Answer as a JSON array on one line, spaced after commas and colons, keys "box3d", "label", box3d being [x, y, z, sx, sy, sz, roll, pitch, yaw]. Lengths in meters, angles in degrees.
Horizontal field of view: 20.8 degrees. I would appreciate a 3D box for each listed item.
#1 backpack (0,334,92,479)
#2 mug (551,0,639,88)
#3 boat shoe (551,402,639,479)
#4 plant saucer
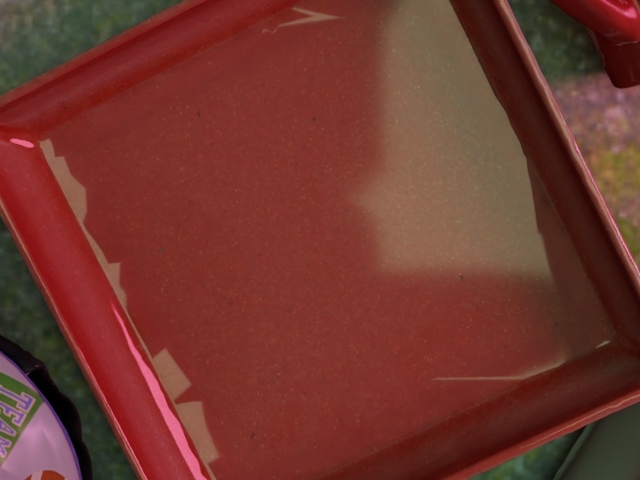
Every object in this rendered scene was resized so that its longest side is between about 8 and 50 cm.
[{"box3d": [-0.220, 0.135, 0.695, 0.277, 0.213, 0.263, 21, 117, 14], "label": "backpack"}, {"box3d": [0.135, -0.159, 0.826, 0.150, 0.113, 0.169, -25, 98, -8], "label": "mug"}, {"box3d": [0.109, 0.181, 0.832, 0.103, 0.113, 0.302, 20, 91, -11], "label": "boat shoe"}, {"box3d": [0.000, 0.000, 0.827, 0.258, 0.048, 0.259, -26, 95, 10], "label": "plant saucer"}]
